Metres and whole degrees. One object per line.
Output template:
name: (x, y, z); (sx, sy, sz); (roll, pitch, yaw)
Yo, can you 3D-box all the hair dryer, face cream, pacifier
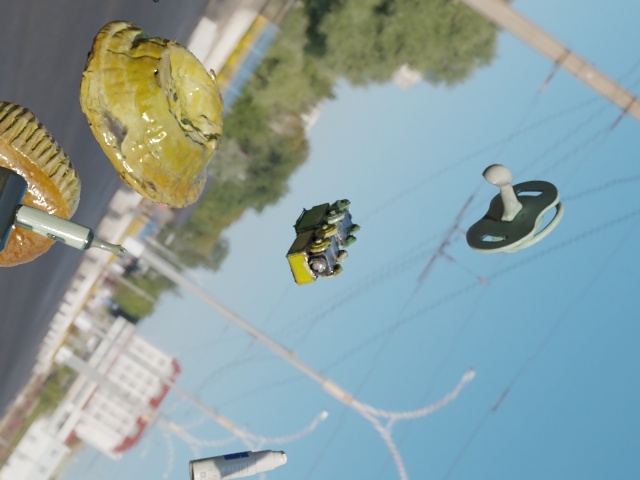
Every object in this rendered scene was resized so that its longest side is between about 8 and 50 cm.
hair dryer: (-0.327, -0.012, 1.444); (0.057, 0.197, 0.100); (138, -33, -58)
face cream: (-0.110, 0.300, 1.605); (0.034, 0.130, 0.034); (174, -90, -71)
pacifier: (0.251, -0.049, 1.578); (0.150, 0.117, 0.126); (-43, -147, -27)

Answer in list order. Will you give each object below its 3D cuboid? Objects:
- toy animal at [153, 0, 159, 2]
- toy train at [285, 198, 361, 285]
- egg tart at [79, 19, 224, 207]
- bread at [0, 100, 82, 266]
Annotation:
toy animal: (-0.221, -0.507, 2.069); (0.275, 0.149, 0.054); (-18, 179, -13)
toy train: (0.000, 0.000, 1.648); (0.081, 0.060, 0.202); (-15, -161, 17)
egg tart: (-0.230, -0.190, 1.751); (0.115, 0.290, 0.290); (-19, -156, 25)
bread: (-0.515, -0.090, 1.927); (0.227, 0.253, 0.142); (-30, -156, 21)
